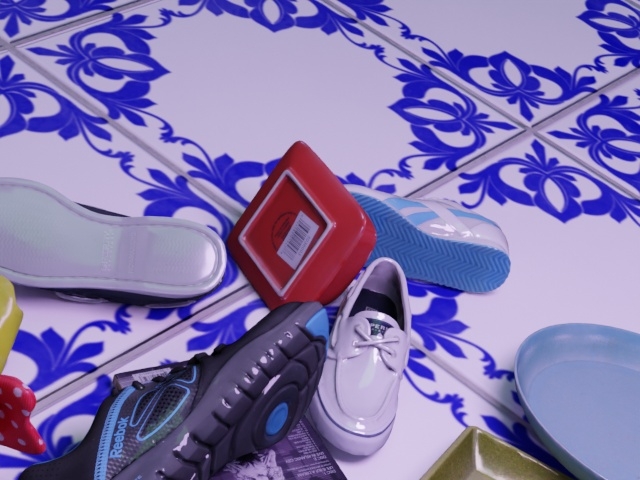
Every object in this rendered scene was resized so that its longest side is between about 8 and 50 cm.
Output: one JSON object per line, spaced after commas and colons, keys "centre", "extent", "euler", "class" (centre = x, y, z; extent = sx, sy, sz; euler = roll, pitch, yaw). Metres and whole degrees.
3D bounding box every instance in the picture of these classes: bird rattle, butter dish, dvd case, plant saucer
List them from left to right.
{"centre": [-0.331, 0.080, 1.330], "extent": [0.143, 0.206, 0.253], "euler": [-10, 19, -13], "class": "bird rattle"}
{"centre": [-0.082, 0.194, 1.448], "extent": [0.165, 0.018, 0.221], "euler": [-8, 43, -31], "class": "dvd case"}
{"centre": [0.000, 0.000, 1.649], "extent": [0.118, 0.160, 0.160], "euler": [15, 28, -45], "class": "butter dish"}
{"centre": [0.191, 0.261, 1.414], "extent": [0.188, 0.045, 0.188], "euler": [28, 18, 14], "class": "plant saucer"}
{"centre": [0.343, 0.197, 1.565], "extent": [0.318, 0.043, 0.317], "euler": [15, 29, -9], "class": "plant saucer"}

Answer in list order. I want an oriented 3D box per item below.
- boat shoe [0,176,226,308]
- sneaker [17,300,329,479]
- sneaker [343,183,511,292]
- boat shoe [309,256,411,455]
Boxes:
{"centre": [-0.250, 0.013, 1.559], "extent": [0.303, 0.091, 0.114], "euler": [15, 72, -5], "class": "boat shoe"}
{"centre": [-0.123, 0.152, 1.360], "extent": [0.140, 0.125, 0.341], "euler": [25, 48, 30], "class": "sneaker"}
{"centre": [0.107, -0.011, 1.744], "extent": [0.229, 0.087, 0.092], "euler": [20, 29, -8], "class": "sneaker"}
{"centre": [0.045, 0.110, 1.547], "extent": [0.095, 0.084, 0.258], "euler": [15, 35, -7], "class": "boat shoe"}
